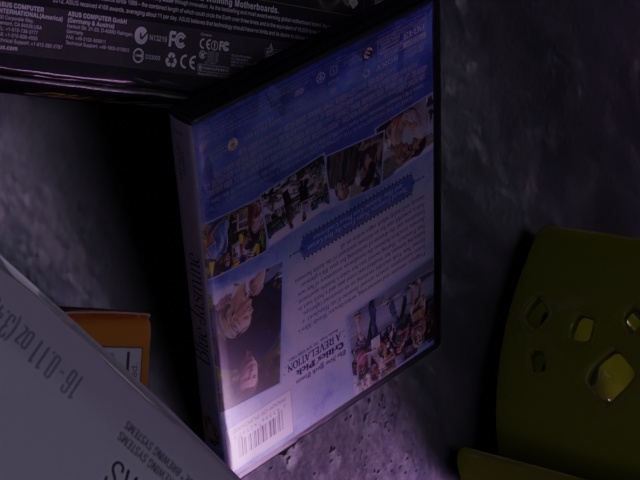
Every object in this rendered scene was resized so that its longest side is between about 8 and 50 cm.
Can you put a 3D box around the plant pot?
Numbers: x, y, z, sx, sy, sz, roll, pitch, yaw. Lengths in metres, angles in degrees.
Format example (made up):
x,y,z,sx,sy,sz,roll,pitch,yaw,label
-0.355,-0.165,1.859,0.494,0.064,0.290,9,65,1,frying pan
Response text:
x,y,z,sx,sy,sz,roll,pitch,yaw,label
0.242,0.143,1.202,0.227,0.228,0.207,43,68,-40,plant pot

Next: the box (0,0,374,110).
x,y,z,sx,sy,sz,roll,pitch,yaw,label
-0.127,-0.228,0.893,0.395,0.097,0.318,1,93,-46,box

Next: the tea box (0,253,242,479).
x,y,z,sx,sy,sz,roll,pitch,yaw,label
-0.248,0.161,0.585,0.220,0.329,0.323,45,57,-22,tea box

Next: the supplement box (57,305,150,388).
x,y,z,sx,sy,sz,roll,pitch,yaw,label
-0.140,0.149,0.906,0.080,0.078,0.233,7,86,-43,supplement box

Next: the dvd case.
x,y,z,sx,sy,sz,roll,pitch,yaw,label
0.000,0.000,1.004,0.180,0.022,0.253,-31,134,-33,dvd case
